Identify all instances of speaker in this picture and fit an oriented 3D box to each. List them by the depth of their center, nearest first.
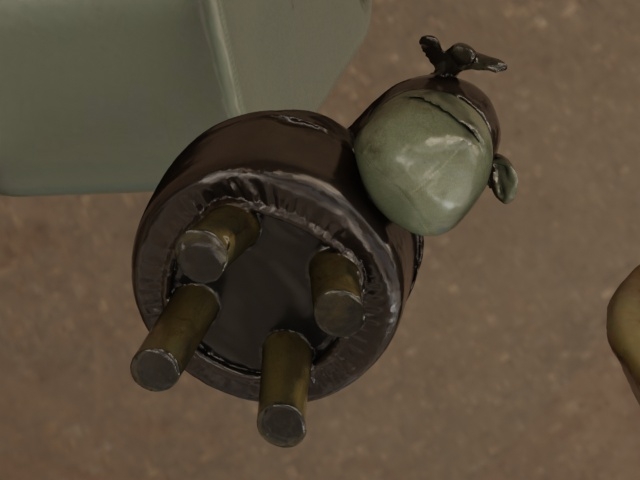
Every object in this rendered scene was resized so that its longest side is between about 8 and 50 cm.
[{"bbox_3d":[-0.096,-0.163,1.235,0.184,0.406,0.183,-5,111,15],"label":"speaker"}]

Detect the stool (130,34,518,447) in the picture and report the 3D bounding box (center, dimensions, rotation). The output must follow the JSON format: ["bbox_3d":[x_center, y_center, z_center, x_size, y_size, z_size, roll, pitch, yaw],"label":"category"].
[{"bbox_3d":[0.000,0.000,0.813,0.217,0.121,0.125,-33,106,20],"label":"stool"}]

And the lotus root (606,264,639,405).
[{"bbox_3d":[0.340,0.081,1.007,0.316,0.316,0.250,-28,110,0],"label":"lotus root"}]
